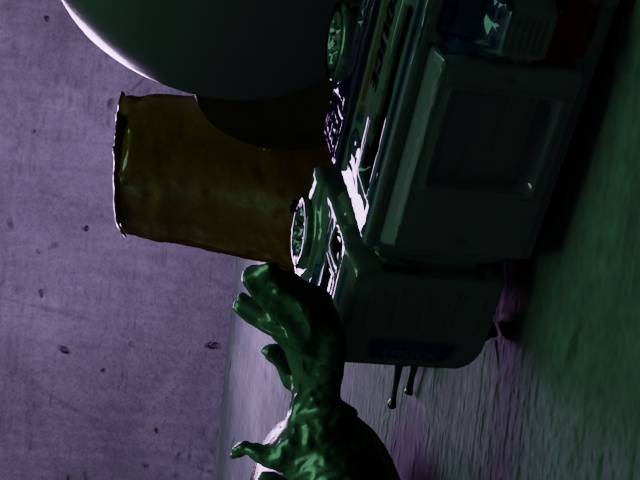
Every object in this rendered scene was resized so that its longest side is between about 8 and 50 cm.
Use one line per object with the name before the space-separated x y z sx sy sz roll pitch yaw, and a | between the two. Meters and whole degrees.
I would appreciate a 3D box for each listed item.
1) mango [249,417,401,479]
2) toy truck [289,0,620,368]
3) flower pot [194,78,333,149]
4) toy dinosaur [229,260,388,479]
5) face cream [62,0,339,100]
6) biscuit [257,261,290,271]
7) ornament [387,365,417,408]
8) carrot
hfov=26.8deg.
mango | -0.001 0.231 0.938 0.332 0.142 0.195 -90 14 -54
toy truck | 0.064 -0.047 0.733 0.155 0.124 0.268 -104 22 -55
flower pot | -0.029 -0.236 1.142 0.267 0.266 0.267 106 158 -54
toy dinosaur | 0.006 0.194 0.777 0.129 0.076 0.383 -6 105 55
face cream | -0.019 -0.252 0.808 0.357 0.312 0.220 117 139 -55
biscuit | -0.039 -0.091 1.777 0.287 0.057 0.344 -98 15 -59
ornament | 0.067 0.058 0.985 0.073 0.028 0.125 -93 10 -48
carrot | -0.071 -0.064 1.284 0.196 0.254 0.196 -175 90 -87
